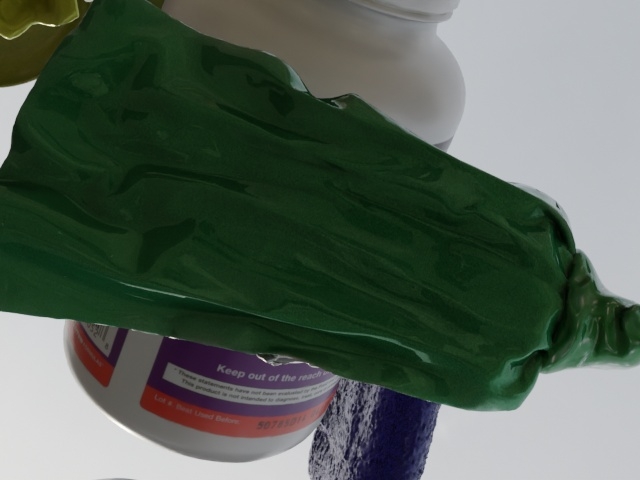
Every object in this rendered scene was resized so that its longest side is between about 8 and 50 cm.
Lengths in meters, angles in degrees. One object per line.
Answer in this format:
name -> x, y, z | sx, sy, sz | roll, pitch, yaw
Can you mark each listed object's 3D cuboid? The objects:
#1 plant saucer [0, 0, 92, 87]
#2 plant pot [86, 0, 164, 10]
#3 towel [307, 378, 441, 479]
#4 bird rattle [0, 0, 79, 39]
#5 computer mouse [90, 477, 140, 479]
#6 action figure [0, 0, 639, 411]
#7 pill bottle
plant saucer -> -0.327, -0.263, 1.000 | 0.240, 0.241, 0.037 | -26, -154, 19
plant pot -> -0.101, -0.173, 0.694 | 0.083, 0.079, 0.083 | -59, -175, 8
towel -> 0.058, 0.101, 0.918 | 0.227, 0.076, 0.308 | -133, -122, -86
bird rattle -> -0.269, -0.287, 0.824 | 0.143, 0.207, 0.254 | 24, -63, 24
computer mouse -> -0.239, 0.259, 1.003 | 0.106, 0.193, 0.042 | -1, -94, 41
action figure -> 0.000, 0.000, 0.364 | 0.232, 0.063, 0.137 | 19, -106, 15
pill bottle -> -0.030, -0.038, 0.632 | 0.181, 0.181, 0.323 | 54, -51, 46
